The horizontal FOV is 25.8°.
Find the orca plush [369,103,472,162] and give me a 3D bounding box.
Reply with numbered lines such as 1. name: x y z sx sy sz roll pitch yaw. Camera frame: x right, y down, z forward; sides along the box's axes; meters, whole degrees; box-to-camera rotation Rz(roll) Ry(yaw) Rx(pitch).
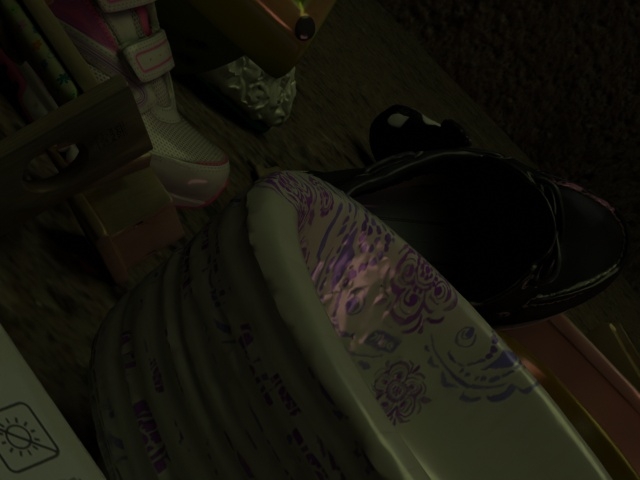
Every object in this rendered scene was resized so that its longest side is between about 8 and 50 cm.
1. orca plush: 0.124 -0.030 1.568 0.287 0.102 0.151 62 -29 12

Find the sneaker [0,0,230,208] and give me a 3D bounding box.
1. sneaker: -0.136 -0.125 0.826 0.252 0.111 0.103 46 13 -16

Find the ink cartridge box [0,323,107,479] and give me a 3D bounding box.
1. ink cartridge box: -0.193 -0.018 0.322 0.165 0.065 0.333 -17 67 -53

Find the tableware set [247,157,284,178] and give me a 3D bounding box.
1. tableware set: 0.000 0.000 1.131 0.141 0.020 0.169 46 12 -24

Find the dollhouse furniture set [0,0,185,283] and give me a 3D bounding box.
1. dollhouse furniture set: -0.167 -0.075 0.705 0.182 0.101 0.161 54 -11 24

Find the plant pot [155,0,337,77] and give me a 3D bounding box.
1. plant pot: -0.082 -0.253 0.971 0.207 0.228 0.227 20 -15 48

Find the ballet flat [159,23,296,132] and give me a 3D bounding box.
1. ballet flat: -0.117 -0.230 1.157 0.409 0.147 0.147 37 17 -46

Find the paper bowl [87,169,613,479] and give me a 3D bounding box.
1. paper bowl: 0.022 0.123 0.554 0.284 0.148 0.284 46 12 -13

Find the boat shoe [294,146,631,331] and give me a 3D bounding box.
1. boat shoe: 0.113 -0.005 0.985 0.340 0.113 0.127 9 79 -32

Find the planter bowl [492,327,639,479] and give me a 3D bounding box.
1. planter bowl: 0.155 0.173 0.984 0.217 0.090 0.217 45 14 -14

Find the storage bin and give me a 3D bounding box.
1. storage bin: 0.176 0.081 1.251 0.262 0.123 0.260 43 14 -22
